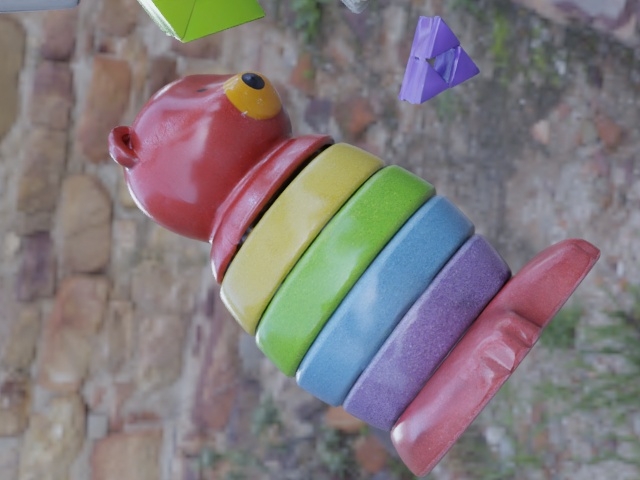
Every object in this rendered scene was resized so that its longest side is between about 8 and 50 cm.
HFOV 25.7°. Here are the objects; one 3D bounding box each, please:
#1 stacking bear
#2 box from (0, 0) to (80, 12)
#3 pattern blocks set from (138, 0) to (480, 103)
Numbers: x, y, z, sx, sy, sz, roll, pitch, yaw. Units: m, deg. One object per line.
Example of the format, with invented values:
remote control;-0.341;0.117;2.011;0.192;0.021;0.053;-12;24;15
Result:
stacking bear;0.000;0.000;0.893;0.289;0.175;0.164;38;128;8
box;-0.236;-0.233;0.778;0.275;0.113;0.094;45;128;33
pattern blocks set;0.015;-0.205;0.620;0.026;0.285;0.325;26;154;48
